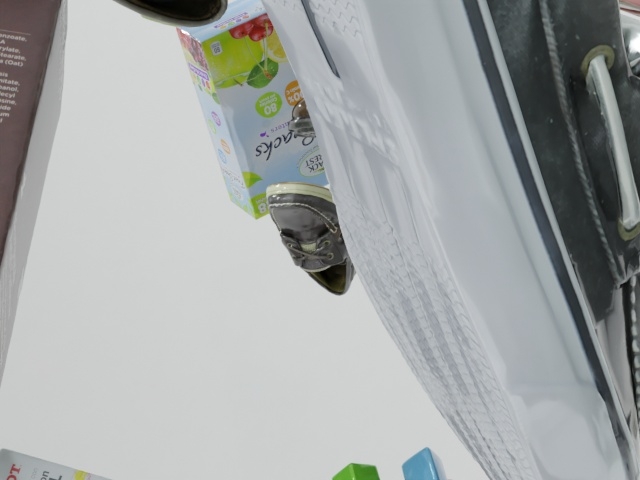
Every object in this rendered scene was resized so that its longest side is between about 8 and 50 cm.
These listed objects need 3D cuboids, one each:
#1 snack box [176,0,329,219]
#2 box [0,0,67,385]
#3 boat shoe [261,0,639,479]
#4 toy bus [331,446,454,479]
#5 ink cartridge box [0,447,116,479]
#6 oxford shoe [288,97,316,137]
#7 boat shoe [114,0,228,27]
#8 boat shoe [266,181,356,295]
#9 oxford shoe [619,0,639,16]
[{"bbox_3d":[-0.032,-0.151,1.628,0.070,0.174,0.207,37,150,53],"label":"snack box"},{"bbox_3d":[-0.294,-0.030,1.250,0.191,0.143,0.381,106,170,-53],"label":"box"},{"bbox_3d":[0.067,-0.038,0.514,0.121,0.119,0.335,43,159,53],"label":"boat shoe"},{"bbox_3d":[0.049,0.253,1.197,0.191,0.202,0.104,24,-139,-46],"label":"toy bus"},{"bbox_3d":[-0.194,0.256,1.278,0.072,0.175,0.127,107,179,-58],"label":"ink cartridge box"},{"bbox_3d":[0.024,-0.148,1.472,0.227,0.082,0.096,-43,-52,-64],"label":"oxford shoe"},{"bbox_3d":[-0.177,-0.265,1.362,0.091,0.109,0.305,52,-167,26],"label":"boat shoe"},{"bbox_3d":[0.000,0.000,1.199,0.152,0.056,0.049,43,-131,-60],"label":"boat shoe"},{"bbox_3d":[0.364,-0.223,1.268,0.348,0.123,0.130,-2,-71,-30],"label":"oxford shoe"}]
